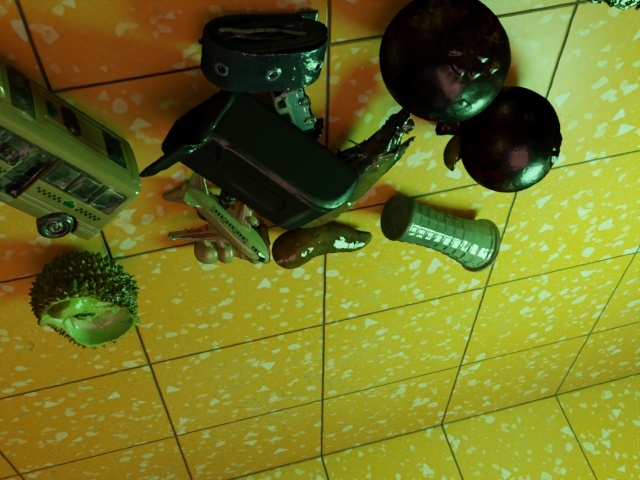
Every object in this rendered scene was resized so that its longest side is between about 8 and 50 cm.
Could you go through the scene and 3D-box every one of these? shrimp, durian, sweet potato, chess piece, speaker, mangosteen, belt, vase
[{"bbox_3d":[0.016,-0.171,1.592,0.272,0.085,0.445,31,130,-35],"label":"shrimp"},{"bbox_3d":[-0.506,0.121,1.671,0.200,0.176,0.237,-29,139,31],"label":"durian"},{"bbox_3d":[0.000,-0.001,1.798,0.292,0.097,0.097,-14,149,-40],"label":"sweet potato"},{"bbox_3d":[-0.201,0.012,1.746,0.170,0.094,0.094,-3,142,-9],"label":"chess piece"},{"bbox_3d":[-0.123,-0.123,1.436,0.388,0.184,0.180,31,140,-33],"label":"speaker"},{"bbox_3d":[0.214,-0.320,1.404,0.231,0.231,0.289,-13,179,-8],"label":"mangosteen"},{"bbox_3d":[-0.097,-0.311,1.320,0.218,0.122,0.128,-6,145,-19],"label":"belt"},{"bbox_3d":[0.288,-0.019,1.878,0.299,0.143,0.143,16,132,-35],"label":"vase"},{"bbox_3d":[0.366,-0.215,1.608,0.265,0.228,0.228,15,153,24],"label":"mangosteen"}]

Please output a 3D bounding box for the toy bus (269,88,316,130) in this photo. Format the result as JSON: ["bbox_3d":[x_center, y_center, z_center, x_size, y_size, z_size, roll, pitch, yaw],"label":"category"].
[{"bbox_3d":[-0.056,-0.261,1.461,0.075,0.060,0.123,-16,147,3],"label":"toy bus"}]

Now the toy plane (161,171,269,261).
[{"bbox_3d":[-0.203,-0.044,1.633,0.242,0.104,0.256,-36,125,25],"label":"toy plane"}]

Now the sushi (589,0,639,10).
[{"bbox_3d":[0.535,-0.533,1.261,0.352,0.178,0.294,-9,146,-19],"label":"sushi"}]

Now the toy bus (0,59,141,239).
[{"bbox_3d":[-0.492,-0.157,1.313,0.202,0.177,0.365,-35,145,16],"label":"toy bus"}]
